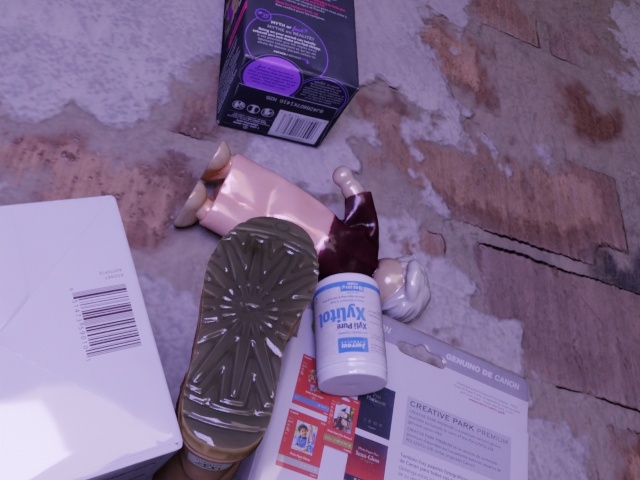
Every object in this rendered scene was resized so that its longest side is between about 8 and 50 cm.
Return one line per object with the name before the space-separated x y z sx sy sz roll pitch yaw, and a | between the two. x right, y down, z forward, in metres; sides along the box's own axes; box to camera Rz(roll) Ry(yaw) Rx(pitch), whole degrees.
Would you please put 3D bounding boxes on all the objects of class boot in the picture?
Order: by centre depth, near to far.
boot | -0.096 0.139 0.560 0.089 0.269 0.236 22 47 -4

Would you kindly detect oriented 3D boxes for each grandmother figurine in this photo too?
grandmother figurine | 0.000 0.000 0.789 0.342 0.104 0.208 31 82 -12

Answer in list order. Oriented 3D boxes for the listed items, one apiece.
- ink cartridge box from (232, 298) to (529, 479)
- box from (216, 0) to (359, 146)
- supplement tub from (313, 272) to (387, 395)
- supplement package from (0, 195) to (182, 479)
ink cartridge box | 0.067 0.238 0.670 0.309 0.130 0.272 25 54 -13
box | -0.050 -0.297 0.885 0.165 0.143 0.270 11 60 -21
supplement tub | 0.029 0.093 0.610 0.071 0.071 0.107 11 55 -21
supplement package | -0.254 0.123 0.483 0.198 0.263 0.199 -9 66 -30
